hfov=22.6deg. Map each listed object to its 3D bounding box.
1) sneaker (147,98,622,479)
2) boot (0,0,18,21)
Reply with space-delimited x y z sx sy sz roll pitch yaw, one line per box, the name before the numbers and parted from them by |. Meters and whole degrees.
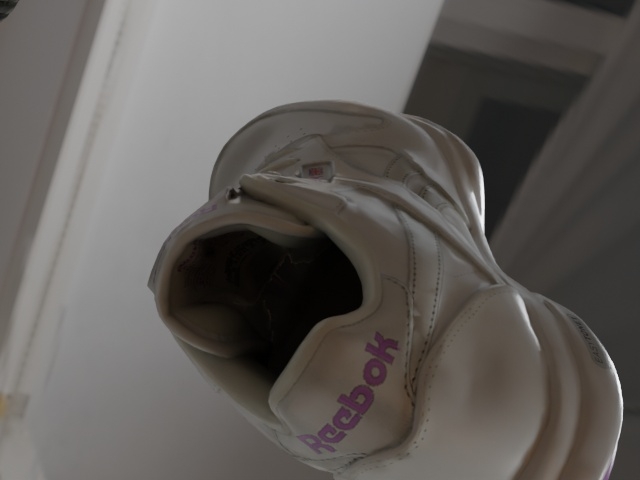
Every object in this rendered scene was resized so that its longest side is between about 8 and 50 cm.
sneaker | 0.000 0.000 0.622 0.152 0.114 0.305 27 -169 -28
boot | -0.207 -0.185 0.823 0.085 0.178 0.236 9 159 -26
